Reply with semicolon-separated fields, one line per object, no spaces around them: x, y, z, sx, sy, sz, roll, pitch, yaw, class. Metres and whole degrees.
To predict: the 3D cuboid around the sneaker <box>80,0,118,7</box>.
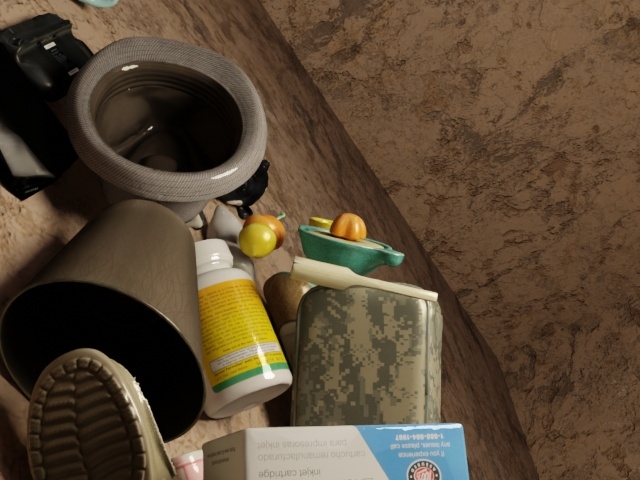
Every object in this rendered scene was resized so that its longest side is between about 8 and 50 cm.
-0.390;-0.444;1.106;0.150;0.135;0.366;61;15;14;sneaker

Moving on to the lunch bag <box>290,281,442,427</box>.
0.085;0.226;1.182;0.256;0.213;0.304;34;55;-69;lunch bag

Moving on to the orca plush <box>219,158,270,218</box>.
-0.147;-0.136;1.406;0.287;0.102;0.151;31;33;-62;orca plush

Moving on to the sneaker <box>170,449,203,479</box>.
-0.117;0.266;0.867;0.134;0.051;0.070;15;49;-66;sneaker

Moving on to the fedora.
-0.196;-0.122;0.983;0.244;0.124;0.275;6;47;-17;fedora

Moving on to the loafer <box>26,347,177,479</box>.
-0.174;0.221;0.678;0.092;0.102;0.268;-137;-149;-86;loafer

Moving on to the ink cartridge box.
0.021;0.325;0.689;0.223;0.129;0.307;5;69;-24;ink cartridge box

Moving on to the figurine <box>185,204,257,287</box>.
-0.176;-0.031;1.165;0.214;0.092;0.209;55;12;-27;figurine

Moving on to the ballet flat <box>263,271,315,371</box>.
0.007;0.202;1.333;0.342;0.116;0.124;56;34;-33;ballet flat

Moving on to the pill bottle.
-0.125;0.108;0.996;0.208;0.118;0.118;66;15;19;pill bottle

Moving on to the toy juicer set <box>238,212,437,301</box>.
0.000;0.000;1.076;0.209;0.089;0.329;10;7;-24;toy juicer set

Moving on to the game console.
-0.353;-0.199;0.959;0.213;0.044;0.361;58;15;-19;game console

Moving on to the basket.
-0.199;0.061;0.790;0.204;0.154;0.226;47;15;-24;basket
